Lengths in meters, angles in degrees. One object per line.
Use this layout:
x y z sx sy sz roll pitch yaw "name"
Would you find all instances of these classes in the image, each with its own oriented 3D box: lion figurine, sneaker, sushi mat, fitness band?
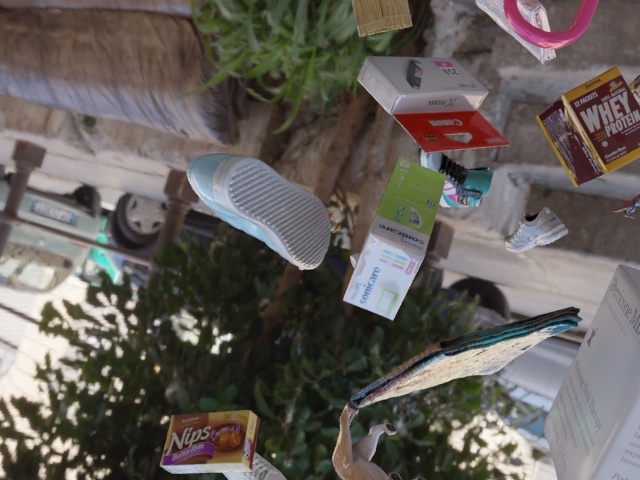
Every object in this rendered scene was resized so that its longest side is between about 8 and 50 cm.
0.114 0.580 1.636 0.142 0.240 0.392 14 -152 -26 "lion figurine"
0.673 -0.039 2.180 0.105 0.115 0.281 -23 176 -22 "sneaker"
-0.109 -0.066 1.295 0.150 0.135 0.366 21 165 37 "sneaker"
0.129 -0.673 1.692 0.151 0.317 0.019 -14 -175 -15 "sushi mat"
0.540 -0.579 1.582 0.209 0.291 0.054 27 165 -5 "fitness band"
0.399 -0.185 1.965 0.178 0.124 0.295 4 155 32 "sneaker"
-0.210 0.610 1.857 0.290 0.106 0.123 29 146 8 "sneaker"

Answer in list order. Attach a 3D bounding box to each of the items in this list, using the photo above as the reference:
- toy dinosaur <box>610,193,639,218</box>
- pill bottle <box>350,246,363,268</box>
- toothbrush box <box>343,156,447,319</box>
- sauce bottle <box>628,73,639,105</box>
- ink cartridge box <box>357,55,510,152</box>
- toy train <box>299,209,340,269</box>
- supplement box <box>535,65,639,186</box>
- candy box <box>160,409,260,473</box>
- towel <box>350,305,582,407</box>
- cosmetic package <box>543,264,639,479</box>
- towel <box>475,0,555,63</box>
0.809 -0.098 1.761 0.090 0.082 0.047 20 -175 -1 "toy dinosaur"
0.183 0.038 1.951 0.184 0.103 0.103 -25 -178 -8 "pill bottle"
0.162 -0.009 1.472 0.122 0.283 0.206 22 132 4 "toothbrush box"
0.922 -0.387 2.052 0.111 0.111 0.344 16 163 1 "sauce bottle"
0.246 -0.285 1.410 0.275 0.060 0.239 -11 -129 -38 "ink cartridge box"
0.000 0.000 1.556 0.046 0.125 0.166 18 158 -12 "toy train"
0.601 -0.242 1.503 0.129 0.191 0.194 -28 175 -1 "supplement box"
-0.220 0.403 1.371 0.186 0.109 0.053 -8 142 21 "candy box"
0.266 0.214 1.235 0.370 0.040 0.271 -6 153 -37 "towel"
0.645 0.313 1.231 0.327 0.394 0.329 19 -161 4 "cosmetic package"
0.511 -0.660 1.900 0.332 0.053 0.317 53 -169 25 "towel"
